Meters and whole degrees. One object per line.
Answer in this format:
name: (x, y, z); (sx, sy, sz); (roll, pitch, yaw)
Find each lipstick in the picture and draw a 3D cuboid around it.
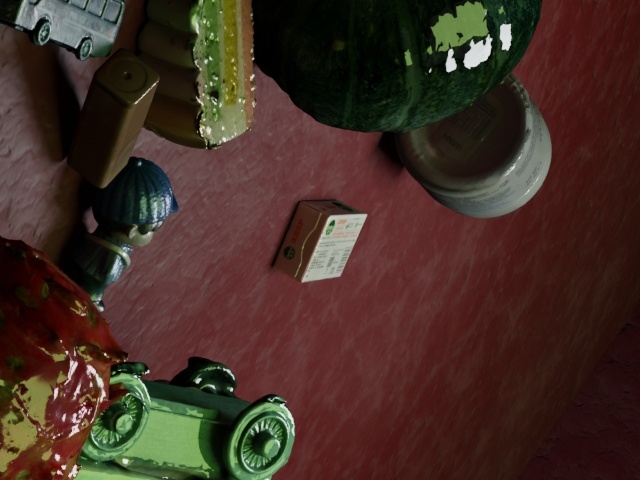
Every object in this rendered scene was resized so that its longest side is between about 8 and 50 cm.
lipstick: (-0.174, -0.101, 1.535); (0.045, 0.045, 0.145); (-52, 177, -31)

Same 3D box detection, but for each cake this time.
cake: (-0.117, -0.199, 1.632); (0.109, 0.090, 0.225); (-25, 120, -57)

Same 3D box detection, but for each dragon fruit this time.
dragon fruit: (-0.276, 0.123, 1.412); (0.205, 0.210, 0.268); (50, 58, -26)

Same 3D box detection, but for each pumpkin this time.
pumpkin: (0.088, -0.213, 1.796); (0.293, 0.197, 0.263); (-27, 151, -26)

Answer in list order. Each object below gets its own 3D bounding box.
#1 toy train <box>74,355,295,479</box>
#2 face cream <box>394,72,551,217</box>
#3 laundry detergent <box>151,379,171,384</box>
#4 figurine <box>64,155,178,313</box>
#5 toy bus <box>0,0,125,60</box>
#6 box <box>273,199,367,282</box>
toy train: (-0.174, 0.222, 1.721); (0.369, 0.150, 0.237); (17, 90, -46)
face cream: (0.194, -0.126, 2.316); (0.177, 0.177, 0.153); (-62, 161, -2)
laundry detergent: (-0.225, 0.283, 1.877); (0.280, 0.105, 0.215); (-41, 149, -50)
figurine: (-0.187, -0.008, 1.663); (0.087, 0.086, 0.149); (27, 104, -31)
toy bus: (-0.206, -0.180, 1.414); (0.065, 0.047, 0.166); (-69, 162, 2)
box: (0.000, 0.000, 2.184); (0.089, 0.043, 0.125); (-66, 160, 10)
